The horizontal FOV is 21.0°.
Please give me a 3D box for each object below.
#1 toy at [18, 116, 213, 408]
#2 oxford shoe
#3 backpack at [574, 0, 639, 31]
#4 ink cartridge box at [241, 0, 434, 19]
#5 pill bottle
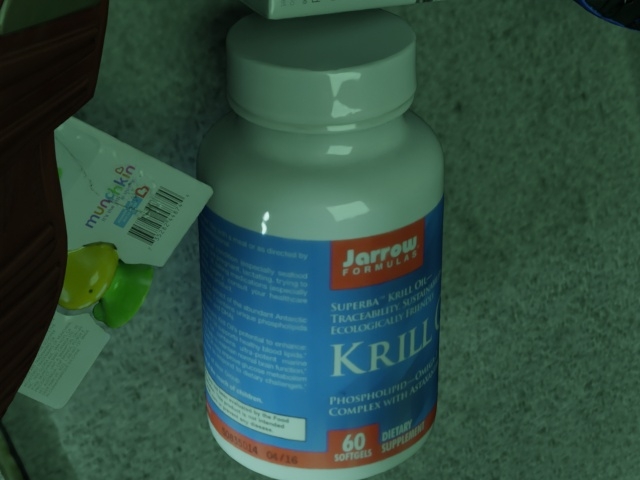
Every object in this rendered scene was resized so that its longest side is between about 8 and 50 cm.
[{"bbox_3d":[-0.182,-0.026,0.778,0.237,0.056,0.137,29,105,-29],"label":"toy"},{"bbox_3d":[-0.182,-0.009,0.709,0.123,0.130,0.348,-46,159,-56],"label":"oxford shoe"},{"bbox_3d":[0.165,-0.173,0.884,0.098,0.101,0.120,15,110,-34],"label":"backpack"},{"bbox_3d":[0.031,-0.173,0.827,0.150,0.063,0.109,-10,120,-26],"label":"ink cartridge box"},{"bbox_3d":[0.000,0.000,0.863,0.124,0.124,0.221,-15,122,-24],"label":"pill bottle"}]
